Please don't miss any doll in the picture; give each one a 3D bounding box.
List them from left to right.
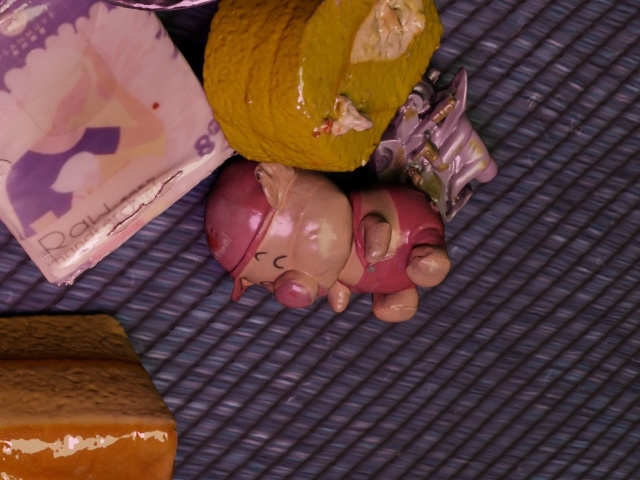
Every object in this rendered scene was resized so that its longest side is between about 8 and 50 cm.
[{"bbox_3d":[0.000,0.002,2.071,0.256,0.152,0.196,12,123,-13],"label":"doll"}]

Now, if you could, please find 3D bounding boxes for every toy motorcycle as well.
[{"bbox_3d":[0.123,-0.092,2.151,0.152,0.073,0.225,-6,129,-15],"label":"toy motorcycle"}]

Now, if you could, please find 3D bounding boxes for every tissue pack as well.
[{"bbox_3d":[-0.248,-0.144,1.869,0.242,0.125,0.344,-39,137,-6],"label":"tissue pack"}]

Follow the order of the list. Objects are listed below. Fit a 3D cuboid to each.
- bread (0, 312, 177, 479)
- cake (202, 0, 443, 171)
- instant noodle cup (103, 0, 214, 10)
[{"bbox_3d":[-0.348,0.212,1.971,0.361,0.233,0.245,2,117,-25],"label":"bread"},{"bbox_3d":[0.007,-0.200,1.936,0.260,0.156,0.179,-60,145,-28],"label":"cake"},{"bbox_3d":[-0.131,-0.333,1.651,0.302,0.181,0.258,-5,107,1],"label":"instant noodle cup"}]
